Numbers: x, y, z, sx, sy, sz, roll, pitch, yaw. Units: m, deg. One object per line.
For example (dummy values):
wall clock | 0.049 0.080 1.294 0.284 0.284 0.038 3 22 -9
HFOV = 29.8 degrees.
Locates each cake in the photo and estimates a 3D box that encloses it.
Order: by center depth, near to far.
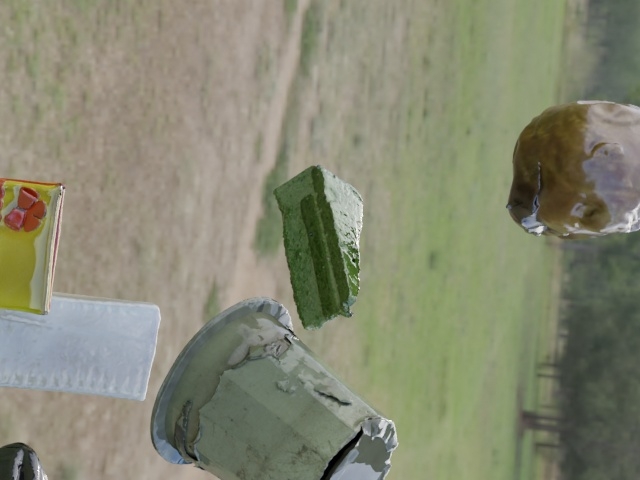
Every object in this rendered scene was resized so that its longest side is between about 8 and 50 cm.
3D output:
cake | -0.009 0.006 1.644 0.099 0.100 0.235 40 36 -31

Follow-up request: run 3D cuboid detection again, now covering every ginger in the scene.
ginger | 0.397 -0.104 1.779 0.269 0.222 0.201 15 78 -67

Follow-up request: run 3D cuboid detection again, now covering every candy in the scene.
candy | -0.521 0.207 2.484 0.145 0.358 0.208 -169 -94 -74

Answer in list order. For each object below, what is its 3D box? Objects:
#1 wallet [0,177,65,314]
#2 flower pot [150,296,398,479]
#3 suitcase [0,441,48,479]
wallet | -0.545 0.008 2.168 0.067 0.141 0.241 -163 -100 -85
flower pot | -0.038 0.192 1.261 0.212 0.202 0.212 -34 139 -35
suitcase | -0.566 0.489 1.807 0.339 0.345 0.188 -104 -172 -46
